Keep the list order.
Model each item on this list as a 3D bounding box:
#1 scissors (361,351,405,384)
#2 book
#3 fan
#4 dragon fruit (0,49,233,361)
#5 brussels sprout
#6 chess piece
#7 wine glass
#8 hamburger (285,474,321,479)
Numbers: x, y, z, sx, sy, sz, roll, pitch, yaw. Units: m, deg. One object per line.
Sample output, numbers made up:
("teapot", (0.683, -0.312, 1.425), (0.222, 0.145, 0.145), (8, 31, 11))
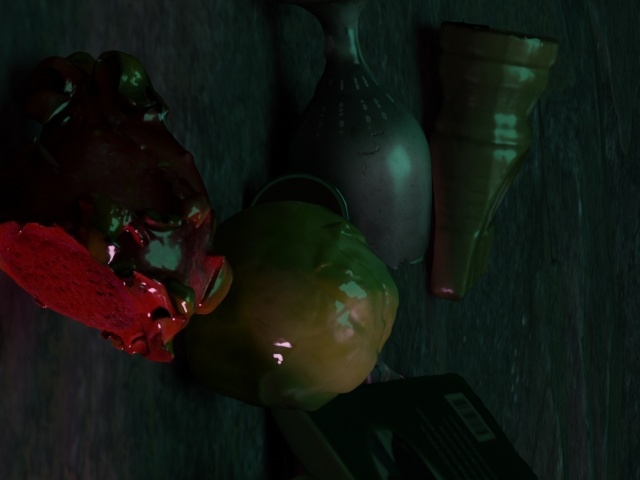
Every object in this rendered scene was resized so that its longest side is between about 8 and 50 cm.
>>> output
("scissors", (0.061, 0.130, 1.448), (0.212, 0.021, 0.110), (39, 56, -61))
("book", (0.121, 0.233, 1.332), (0.260, 0.043, 0.371), (52, 20, 19))
("fan", (0.000, 0.000, 1.196), (0.085, 0.133, 0.005), (-53, -164, 4))
("dragon fruit", (-0.127, -0.026, 0.860), (0.133, 0.150, 0.208), (-54, -136, 51))
("brussels sprout", (-0.032, 0.045, 1.074), (0.122, 0.149, 0.152), (15, 59, -50))
("chess piece", (0.172, -0.087, 1.625), (0.137, 0.137, 0.301), (-13, 114, -67))
("wine glass", (0.027, -0.099, 1.239), (0.126, 0.126, 0.241), (-36, 120, -63))
("hamburger", (-0.041, 0.277, 1.057), (0.309, 0.132, 0.211), (-15, 106, -65))
